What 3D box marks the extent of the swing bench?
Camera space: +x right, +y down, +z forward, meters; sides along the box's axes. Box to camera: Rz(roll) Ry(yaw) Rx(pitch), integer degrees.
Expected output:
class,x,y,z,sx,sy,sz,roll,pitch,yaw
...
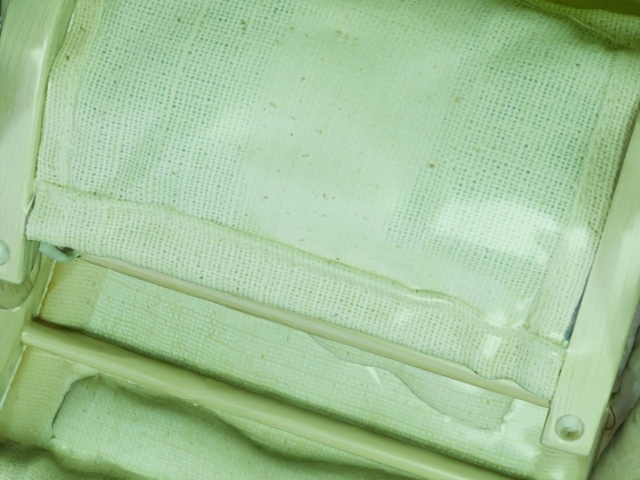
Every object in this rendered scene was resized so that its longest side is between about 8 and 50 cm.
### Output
class,x,y,z,sx,sy,sz,roll,pitch,yaw
swing bench,0.000,0.000,0.615,0.253,0.165,0.255,18,148,7

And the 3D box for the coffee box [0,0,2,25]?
class,x,y,z,sx,sy,sz,roll,pitch,yaw
coffee box,-0.147,-0.112,0.748,0.184,0.040,0.113,41,146,-9
